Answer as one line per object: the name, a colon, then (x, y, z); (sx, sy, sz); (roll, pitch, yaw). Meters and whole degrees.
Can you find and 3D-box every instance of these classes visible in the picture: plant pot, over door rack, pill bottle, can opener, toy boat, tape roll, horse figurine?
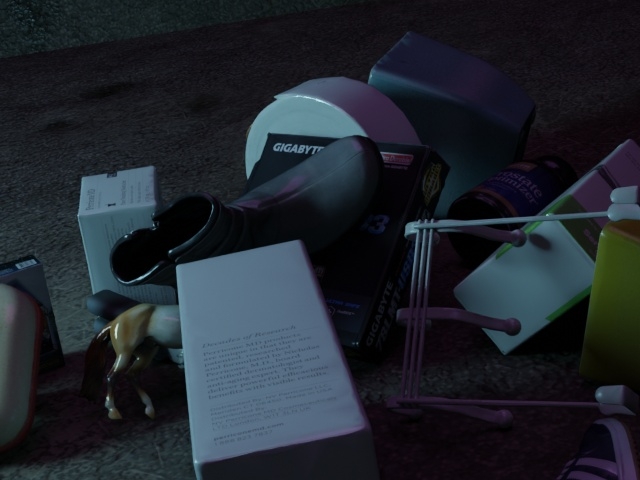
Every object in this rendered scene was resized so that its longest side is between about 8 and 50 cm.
plant pot: (0.450, 0.071, 1.511); (0.187, 0.212, 0.212); (27, 39, 35)
plant pot: (0.213, -0.173, 2.138); (0.252, 0.248, 0.247); (17, 28, 12)
over door rack: (0.229, 0.085, 1.456); (0.324, 0.240, 0.108); (-8, -21, 42)
pill bottle: (0.296, -0.049, 1.941); (0.122, 0.123, 0.219); (10, 29, 39)
can opener: (-0.216, 0.123, 1.774); (0.280, 0.074, 0.093); (11, 32, 43)
toy boat: (-0.418, 0.173, 1.645); (0.150, 0.151, 0.231); (-4, 65, 10)
tape roll: (0.022, -0.101, 1.952); (0.286, 0.286, 0.100); (11, 29, 39)
horse figurine: (-0.187, 0.135, 1.627); (0.263, 0.175, 0.066); (-9, -18, 4)

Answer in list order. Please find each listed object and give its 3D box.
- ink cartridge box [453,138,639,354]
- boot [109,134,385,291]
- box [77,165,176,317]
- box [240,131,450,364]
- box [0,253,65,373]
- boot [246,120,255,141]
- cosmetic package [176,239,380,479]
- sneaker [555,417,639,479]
ink cartridge box: (0.326, 0.005, 1.685); (0.273, 0.115, 0.198); (-35, -6, -48)
boot: (-0.086, -0.027, 1.637); (0.338, 0.118, 0.222); (-39, -23, 14)
box: (-0.289, 0.005, 1.943); (0.119, 0.182, 0.181); (-10, 22, -5)
box: (0.000, 0.000, 1.771); (0.295, 0.073, 0.293); (10, 72, 38)
box: (-0.473, 0.130, 1.735); (0.233, 0.159, 0.044); (-19, 26, -24)
boot: (-0.039, -0.156, 2.380); (0.283, 0.109, 0.220); (8, 30, 18)
cosmetic package: (-0.047, 0.193, 1.336); (0.161, 0.230, 0.453); (-11, 21, -4)
sneaker: (0.232, 0.264, 1.233); (0.153, 0.099, 0.282); (-4, 25, 7)
